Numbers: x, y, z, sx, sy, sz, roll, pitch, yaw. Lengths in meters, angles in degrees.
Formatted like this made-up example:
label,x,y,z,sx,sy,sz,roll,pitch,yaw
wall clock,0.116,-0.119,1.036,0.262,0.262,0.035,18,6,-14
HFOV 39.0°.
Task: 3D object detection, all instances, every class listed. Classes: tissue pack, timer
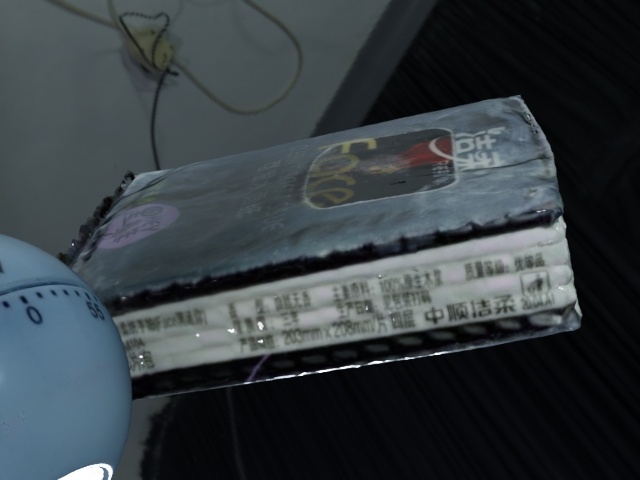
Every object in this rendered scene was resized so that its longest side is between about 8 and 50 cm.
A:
label,x,y,z,sx,sy,sz,roll,pitch,yaw
tissue pack,0.000,0.000,0.694,0.361,0.259,0.122,-11,115,12
timer,-0.205,0.044,0.402,0.175,0.255,0.175,-55,-177,4
